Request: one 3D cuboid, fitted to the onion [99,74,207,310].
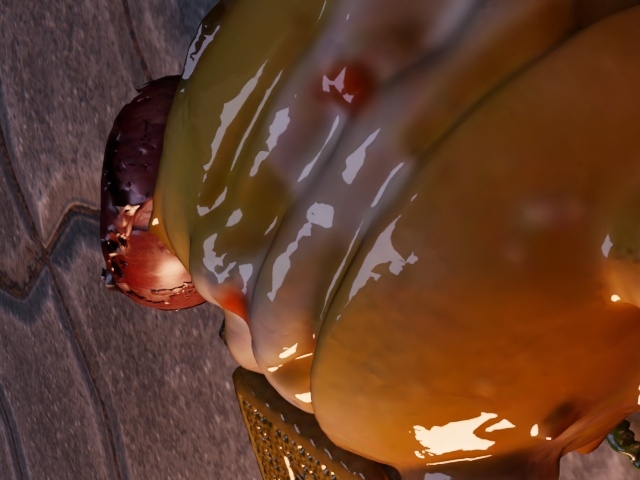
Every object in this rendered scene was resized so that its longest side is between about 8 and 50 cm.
[{"bbox_3d":[-0.091,-0.035,0.971,0.147,0.184,0.184,2,112,21],"label":"onion"}]

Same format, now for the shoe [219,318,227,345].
[{"bbox_3d":[-0.002,-0.001,0.895,0.293,0.109,0.149,98,-174,-68],"label":"shoe"}]

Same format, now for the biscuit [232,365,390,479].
[{"bbox_3d":[0.007,0.219,0.985,0.172,0.029,0.254,33,148,41],"label":"biscuit"}]

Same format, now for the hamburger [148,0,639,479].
[{"bbox_3d":[0.082,-0.010,0.576,0.237,0.276,0.276,43,141,26],"label":"hamburger"}]

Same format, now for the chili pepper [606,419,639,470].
[{"bbox_3d":[0.178,0.116,0.706,0.083,0.022,0.027,38,170,45],"label":"chili pepper"}]
